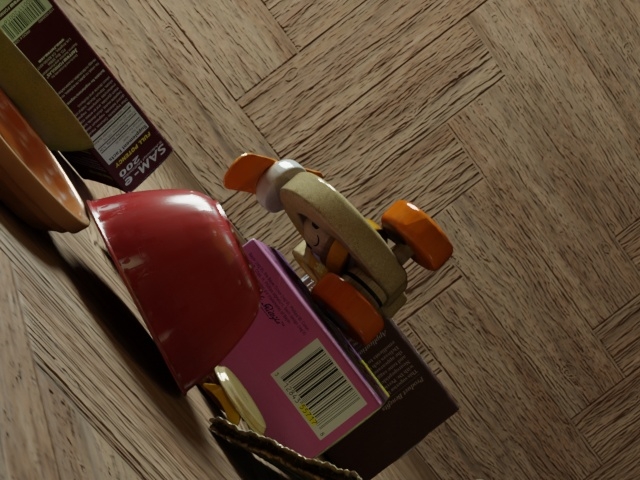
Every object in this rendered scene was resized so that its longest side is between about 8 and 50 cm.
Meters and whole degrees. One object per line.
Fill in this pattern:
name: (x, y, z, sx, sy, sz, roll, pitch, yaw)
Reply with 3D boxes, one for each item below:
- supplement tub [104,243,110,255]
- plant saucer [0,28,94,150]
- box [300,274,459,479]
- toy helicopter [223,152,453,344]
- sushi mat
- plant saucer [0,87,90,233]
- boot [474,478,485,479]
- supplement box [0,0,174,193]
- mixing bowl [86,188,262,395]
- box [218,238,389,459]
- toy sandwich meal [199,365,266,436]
supplement tub: (-0.160, 0.006, 1.573, 0.071, 0.071, 0.107, 53, 2, 17)
plant saucer: (-0.294, -0.162, 1.453, 0.241, 0.037, 0.241, 46, -7, 7)
box: (0.033, 0.161, 2.049, 0.203, 0.168, 0.167, 52, 0, -26)
toy helicopter: (0.000, 0.000, 1.829, 0.235, 0.140, 0.355, 43, -10, 3)
sushi mat: (0.011, 0.223, 1.479, 0.151, 0.019, 0.316, 20, -12, 21)
plant saucer: (-0.254, -0.081, 1.276, 0.200, 0.037, 0.200, 53, 1, -1)
boot: (0.067, 0.238, 1.266, 0.208, 0.076, 0.190, 23, 35, -26)
supplement box: (-0.265, -0.162, 1.653, 0.239, 0.073, 0.130, 53, -17, -27)
mixing bowl: (-0.110, 0.026, 1.350, 0.181, 0.098, 0.181, 62, -5, 9)
box: (-0.038, 0.121, 1.735, 0.213, 0.117, 0.243, 52, 1, 6)
toy sandwich meal: (-0.081, 0.147, 1.477, 0.086, 0.029, 0.085, 56, 2, -3)
